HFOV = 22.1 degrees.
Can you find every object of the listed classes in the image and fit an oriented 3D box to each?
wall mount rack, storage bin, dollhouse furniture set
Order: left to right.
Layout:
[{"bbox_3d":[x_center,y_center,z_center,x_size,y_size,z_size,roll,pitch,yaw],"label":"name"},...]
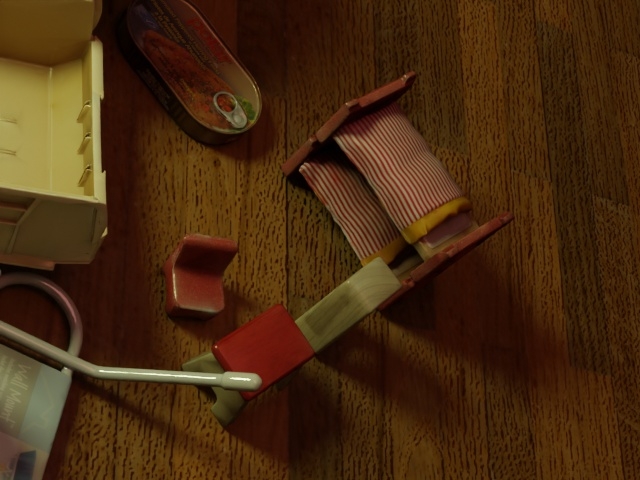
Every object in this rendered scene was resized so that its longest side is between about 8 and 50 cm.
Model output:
[{"bbox_3d":[-0.324,-0.123,1.525,0.260,0.123,0.262,9,52,-22],"label":"storage bin"},{"bbox_3d":[-0.228,0.174,1.446,0.304,0.130,0.350,26,53,-19],"label":"wall mount rack"},{"bbox_3d":[0.000,0.000,1.686,0.374,0.152,0.201,-32,84,-41],"label":"dollhouse furniture set"}]

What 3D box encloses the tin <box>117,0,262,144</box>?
[{"bbox_3d":[-0.142,-0.188,1.779,0.106,0.040,0.190,-35,86,-38],"label":"tin"}]
